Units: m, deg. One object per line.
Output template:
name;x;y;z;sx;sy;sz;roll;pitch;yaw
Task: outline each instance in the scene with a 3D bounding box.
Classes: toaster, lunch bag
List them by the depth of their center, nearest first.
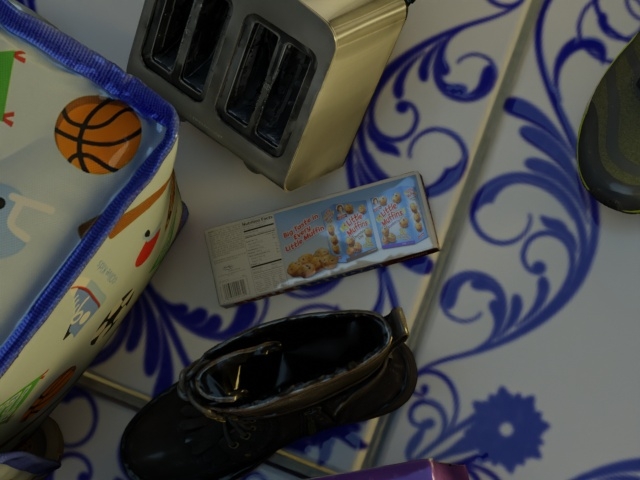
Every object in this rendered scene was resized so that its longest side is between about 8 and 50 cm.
lunch bag;-0.263;0.056;0.840;0.239;0.328;0.385;35;79;2
toaster;-0.037;-0.150;0.933;0.168;0.110;0.186;36;129;15

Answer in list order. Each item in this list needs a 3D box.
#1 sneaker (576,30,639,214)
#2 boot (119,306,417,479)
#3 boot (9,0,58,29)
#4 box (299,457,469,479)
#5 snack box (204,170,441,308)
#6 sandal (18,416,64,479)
sneaker;0.280;-0.155;0.896;0.111;0.121;0.300;32;88;16
boot;-0.052;0.104;0.868;0.262;0.229;0.091;-23;76;8
boot;-0.366;-0.164;1.063;0.244;0.088;0.176;31;90;12
box;-0.047;0.203;0.865;0.293;0.201;0.057;-12;77;11
snack box;0.000;0.000;0.983;0.178;0.022;0.064;-15;76;10
sandal;-0.288;0.195;0.999;0.180;0.049;0.072;-32;75;5
